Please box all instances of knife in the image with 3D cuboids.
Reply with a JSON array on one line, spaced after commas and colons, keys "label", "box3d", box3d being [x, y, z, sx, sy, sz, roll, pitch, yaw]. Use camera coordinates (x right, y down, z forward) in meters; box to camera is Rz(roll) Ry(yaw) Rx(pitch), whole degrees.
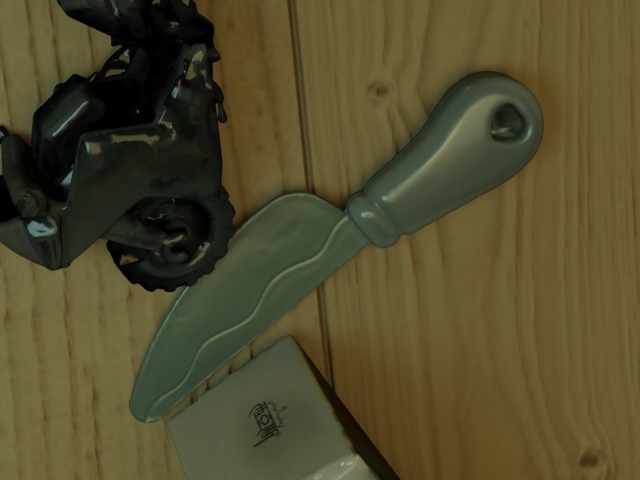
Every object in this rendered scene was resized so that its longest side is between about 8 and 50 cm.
[{"label": "knife", "box3d": [-0.001, -0.002, 1.114, 0.331, 0.044, 0.080, -35, 114, -1]}]

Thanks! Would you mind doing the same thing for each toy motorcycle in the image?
[{"label": "toy motorcycle", "box3d": [-0.127, -0.084, 1.015, 0.159, 0.106, 0.270, -11, 121, -16]}]

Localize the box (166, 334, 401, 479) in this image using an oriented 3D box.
[{"label": "box", "box3d": [0.028, 0.211, 1.084, 0.111, 0.194, 0.260, -38, 113, 1]}]
